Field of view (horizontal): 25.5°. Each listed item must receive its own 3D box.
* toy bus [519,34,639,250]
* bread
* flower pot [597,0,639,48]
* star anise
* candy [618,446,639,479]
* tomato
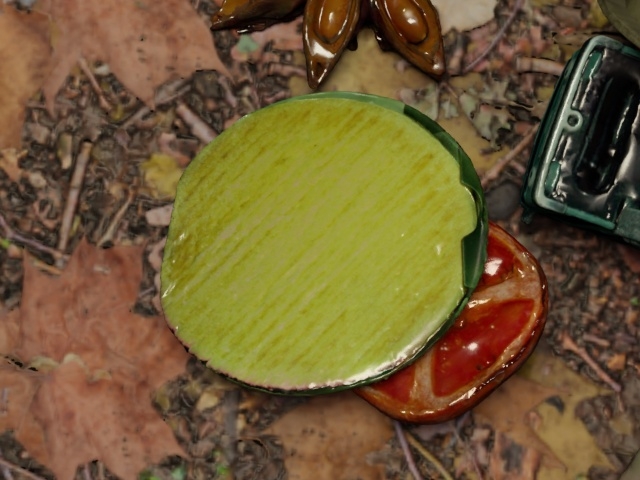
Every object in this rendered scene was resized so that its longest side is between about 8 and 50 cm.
[{"bbox_3d":[0.263,-0.037,0.950,0.256,0.147,0.128,19,90,-5],"label":"toy bus"},{"bbox_3d":[0.000,0.000,0.945,0.228,0.033,0.228,-6,64,12],"label":"bread"},{"bbox_3d":[0.304,-0.197,0.874,0.212,0.212,0.203,18,114,-2],"label":"flower pot"},{"bbox_3d":[0.002,-0.182,0.998,0.157,0.053,0.212,-42,88,-10],"label":"star anise"},{"bbox_3d":[0.211,0.257,0.909,0.195,0.137,0.185,-39,86,-7],"label":"candy"},{"bbox_3d":[0.074,0.054,0.957,0.155,0.069,0.156,-5,63,10],"label":"tomato"}]
